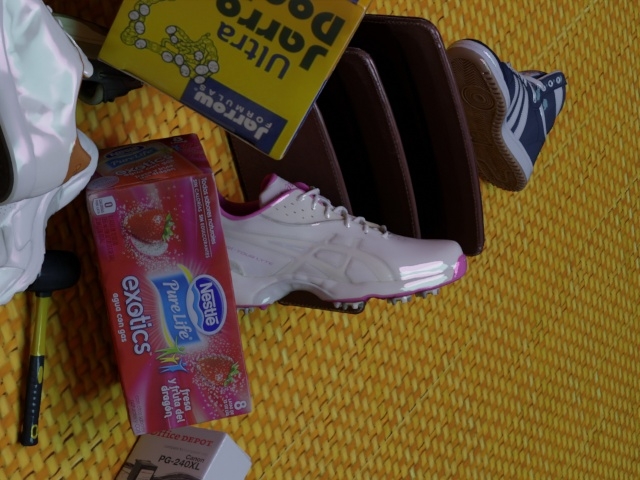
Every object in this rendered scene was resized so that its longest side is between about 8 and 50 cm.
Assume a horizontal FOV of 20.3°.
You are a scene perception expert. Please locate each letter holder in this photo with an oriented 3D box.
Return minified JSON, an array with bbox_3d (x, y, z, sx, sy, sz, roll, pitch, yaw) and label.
[{"bbox_3d":[0.042,-0.080,1.944,0.152,0.214,0.302,-47,133,-41],"label":"letter holder"}]

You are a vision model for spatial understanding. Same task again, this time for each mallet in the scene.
[{"bbox_3d":[-0.260,0.099,1.692,0.062,0.039,0.190,-16,114,-51],"label":"mallet"}]

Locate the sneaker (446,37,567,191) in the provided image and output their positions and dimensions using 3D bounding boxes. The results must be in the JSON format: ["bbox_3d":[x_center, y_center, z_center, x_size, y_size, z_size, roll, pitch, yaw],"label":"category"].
[{"bbox_3d":[0.238,-0.203,2.317,0.153,0.099,0.282,-59,148,-23],"label":"sneaker"}]

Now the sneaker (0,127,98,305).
[{"bbox_3d":[-0.291,-0.036,1.582,0.115,0.090,0.232,55,43,-38],"label":"sneaker"}]

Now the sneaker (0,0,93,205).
[{"bbox_3d":[-0.268,-0.182,1.524,0.123,0.106,0.290,-20,102,-45],"label":"sneaker"}]

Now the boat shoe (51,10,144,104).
[{"bbox_3d":[-0.212,-0.164,1.674,0.223,0.080,0.073,13,92,-51],"label":"boat shoe"}]

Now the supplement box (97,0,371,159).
[{"bbox_3d":[-0.031,-0.277,1.675,0.195,0.194,0.356,-59,-176,40],"label":"supplement box"}]

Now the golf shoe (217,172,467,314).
[{"bbox_3d":[0.000,0.000,1.849,0.115,0.306,0.140,-129,-143,-82],"label":"golf shoe"}]

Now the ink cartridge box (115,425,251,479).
[{"bbox_3d":[-0.154,0.262,1.814,0.063,0.109,0.150,55,52,-41],"label":"ink cartridge box"}]

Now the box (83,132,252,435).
[{"bbox_3d":[-0.149,0.041,1.721,0.128,0.122,0.257,-118,-162,-67],"label":"box"}]
